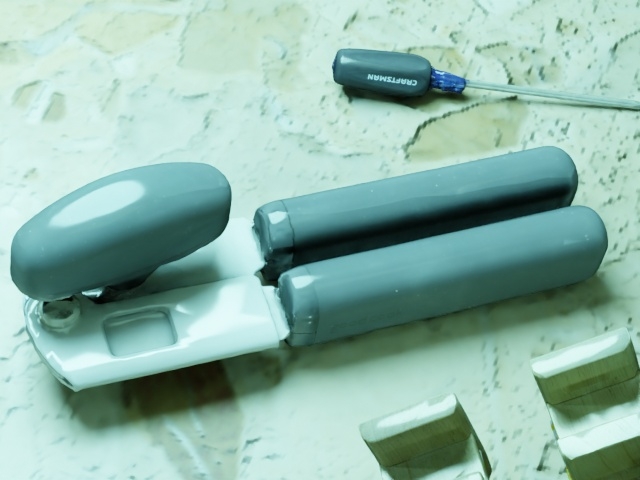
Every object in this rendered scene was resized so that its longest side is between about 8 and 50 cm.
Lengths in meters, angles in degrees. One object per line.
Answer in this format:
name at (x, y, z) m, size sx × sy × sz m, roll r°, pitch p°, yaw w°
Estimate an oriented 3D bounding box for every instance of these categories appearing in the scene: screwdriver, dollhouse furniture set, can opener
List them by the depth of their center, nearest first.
dollhouse furniture set at (0.162, 0.161, 0.716) m, size 0.242 × 0.161 × 0.212 m, roll -20°, pitch 57°, yaw 6°
can opener at (0.000, 0.000, 0.805) m, size 0.283 × 0.095 × 0.076 m, roll -12°, pitch 58°, yaw -14°
screwdriver at (0.089, -0.078, 0.921) m, size 0.170 × 0.024 × 0.025 m, roll 11°, pitch 84°, yaw -7°
